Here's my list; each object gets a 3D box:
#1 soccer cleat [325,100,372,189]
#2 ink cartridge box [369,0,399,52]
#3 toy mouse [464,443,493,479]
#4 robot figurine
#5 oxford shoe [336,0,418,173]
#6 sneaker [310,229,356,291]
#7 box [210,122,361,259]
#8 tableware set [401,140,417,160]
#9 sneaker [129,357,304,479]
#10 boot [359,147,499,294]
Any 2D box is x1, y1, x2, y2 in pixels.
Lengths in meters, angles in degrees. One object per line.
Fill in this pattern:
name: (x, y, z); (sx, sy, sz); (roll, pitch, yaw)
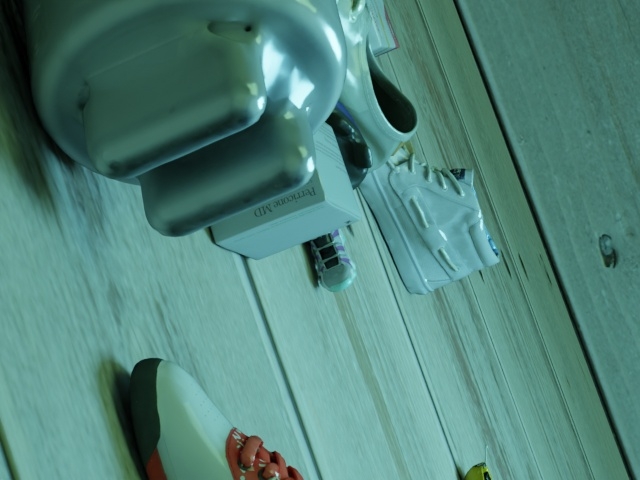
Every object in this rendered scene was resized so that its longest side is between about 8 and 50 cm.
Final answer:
soccer cleat: (-0.055, -0.158, 1.699); (0.289, 0.093, 0.121); (58, -14, -27)
ink cartridge box: (0.036, -0.277, 2.263); (0.198, 0.067, 0.115); (-31, 100, -77)
toy mouse: (0.192, 0.318, 2.037); (0.161, 0.031, 0.143); (-59, 126, -74)
robot figurine: (-0.097, -0.177, 1.214); (0.300, 0.199, 0.353); (56, 18, -51)
oxford shoe: (-0.030, -0.245, 1.796); (0.169, 0.130, 0.449); (-89, 154, -54)
sneaker: (0.000, 0.000, 1.735); (0.069, 0.038, 0.098); (58, 7, -36)
box: (-0.037, -0.045, 1.489); (0.102, 0.101, 0.087); (24, 47, -71)
tableware set: (0.131, -0.092, 2.433); (0.128, 0.039, 0.194); (-95, 160, -52)
sneaker: (-0.007, 0.177, 1.146); (0.090, 0.145, 0.270); (-45, 114, -77)
boot: (0.115, -0.068, 2.127); (0.095, 0.123, 0.258); (-84, 150, -65)
